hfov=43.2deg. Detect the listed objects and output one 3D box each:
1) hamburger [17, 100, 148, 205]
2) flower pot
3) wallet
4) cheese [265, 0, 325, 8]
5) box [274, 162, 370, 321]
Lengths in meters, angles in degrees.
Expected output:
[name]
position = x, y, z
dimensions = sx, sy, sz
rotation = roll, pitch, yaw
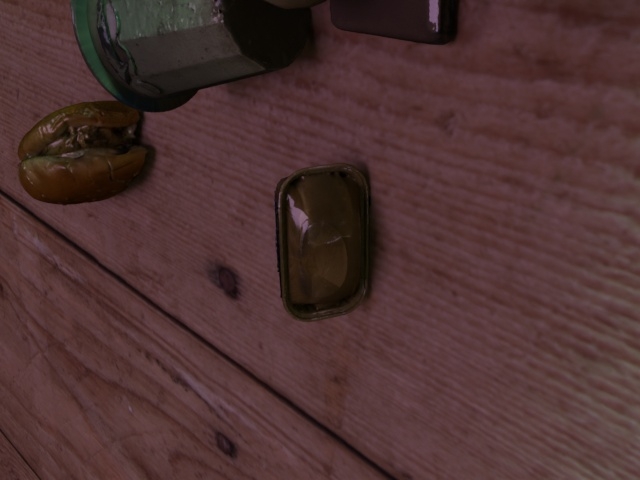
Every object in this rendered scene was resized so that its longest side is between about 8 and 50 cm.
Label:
[hamburger]
position = -0.396, -0.125, 1.280
dimensions = 0.283, 0.157, 0.143
rotation = -15, 92, 49
[flower pot]
position = -0.133, -0.258, 0.897
dimensions = 0.203, 0.212, 0.212
rotation = -1, 103, 40
[wallet]
position = 0.065, -0.252, 0.775
dimensions = 0.153, 0.039, 0.117
rotation = 23, 121, 47
[cheese]
position = -0.010, -0.318, 0.736
dimensions = 0.235, 0.117, 0.217
rotation = 27, 100, 49
[box]
position = 0.000, 0.000, 0.896
dimensions = 0.111, 0.111, 0.177
rotation = 19, 118, 46
